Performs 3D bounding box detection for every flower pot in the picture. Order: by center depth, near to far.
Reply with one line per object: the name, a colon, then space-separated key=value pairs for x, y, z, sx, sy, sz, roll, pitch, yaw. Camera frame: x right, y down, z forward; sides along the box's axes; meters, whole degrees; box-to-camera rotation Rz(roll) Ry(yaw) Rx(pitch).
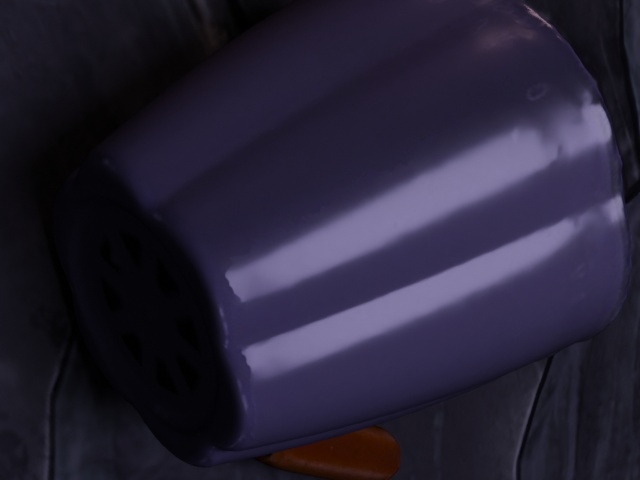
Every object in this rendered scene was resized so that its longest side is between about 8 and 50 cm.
flower pot: x=0.000 y=0.000 z=1.048 sx=0.243 sy=0.265 sz=0.265 roll=-29 pitch=118 yaw=-30

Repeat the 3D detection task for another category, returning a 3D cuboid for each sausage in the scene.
sausage: x=0.004 y=0.133 z=1.217 sx=0.131 sy=0.039 sz=0.041 roll=19 pitch=74 yaw=-50
